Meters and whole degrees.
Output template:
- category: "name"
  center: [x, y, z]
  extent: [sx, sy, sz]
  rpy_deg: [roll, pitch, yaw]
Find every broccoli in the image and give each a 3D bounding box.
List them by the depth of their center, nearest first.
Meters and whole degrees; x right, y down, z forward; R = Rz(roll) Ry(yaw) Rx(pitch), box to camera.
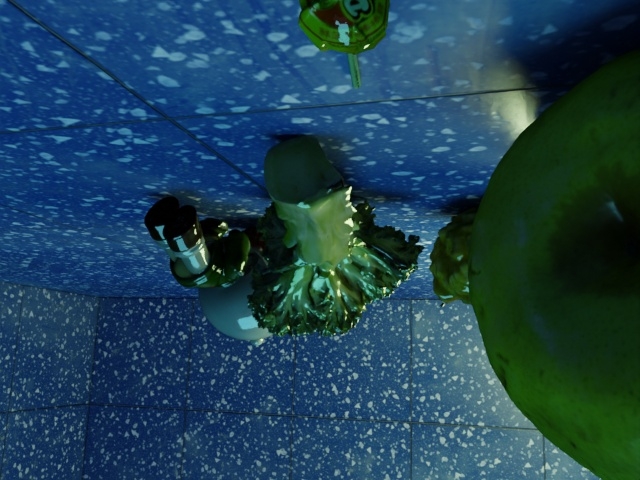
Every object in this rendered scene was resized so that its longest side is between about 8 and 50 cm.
- category: "broccoli"
  center: [-0.022, -0.001, 0.836]
  extent: [0.252, 0.221, 0.361]
  rpy_deg: [-11, 155, 24]

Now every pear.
- category: "pear"
  center: [0.325, 0.030, 0.467]
  extent: [0.392, 0.390, 0.391]
  rpy_deg: [2, 169, 0]

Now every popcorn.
- category: "popcorn"
  center: [0.280, 0.032, 0.982]
  extent: [0.189, 0.169, 0.218]
  rpy_deg: [5, 175, -9]

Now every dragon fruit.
- category: "dragon fruit"
  center: [-0.095, 0.003, 1.172]
  extent: [0.132, 0.063, 0.097]
  rpy_deg: [0, 169, 10]

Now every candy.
- category: "candy"
  center: [0.021, -0.143, 0.447]
  extent: [0.058, 0.062, 0.194]
  rpy_deg: [-44, 175, 2]

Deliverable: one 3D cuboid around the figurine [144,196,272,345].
- category: "figurine"
  center: [-0.165, 0.062, 1.080]
  extent: [0.281, 0.167, 0.370]
  rpy_deg: [23, 160, 36]
